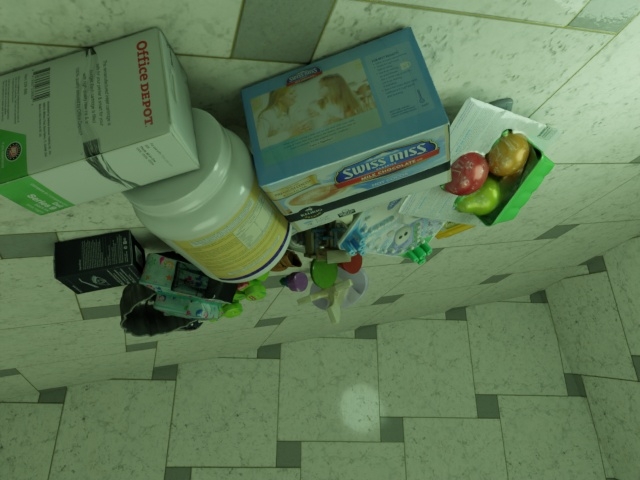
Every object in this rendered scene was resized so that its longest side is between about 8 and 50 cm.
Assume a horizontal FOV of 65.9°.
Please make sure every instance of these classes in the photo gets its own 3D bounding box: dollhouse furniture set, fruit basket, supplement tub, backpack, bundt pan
[{"bbox_3d":[0.040,-0.009,1.472,0.129,0.129,0.184,-4,-174,-23],"label":"dollhouse furniture set"},{"bbox_3d":[0.401,-0.182,1.257,0.353,0.165,0.327,9,125,-27],"label":"fruit basket"},{"bbox_3d":[-0.214,-0.076,0.978,0.241,0.241,0.331,-17,151,8],"label":"supplement tub"},{"bbox_3d":[-0.384,0.125,1.422,0.254,0.191,0.225,17,172,7],"label":"backpack"},{"bbox_3d":[-0.524,0.192,1.683,0.331,0.124,0.330,-22,153,-12],"label":"bundt pan"}]

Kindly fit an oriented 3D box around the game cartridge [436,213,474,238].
[{"bbox_3d":[0.496,-0.100,1.723,0.285,0.052,0.324,-23,155,23],"label":"game cartridge"}]

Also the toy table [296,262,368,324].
[{"bbox_3d":[0.043,0.201,1.968,0.274,0.252,0.161,-38,165,26],"label":"toy table"}]

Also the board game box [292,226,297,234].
[{"bbox_3d":[-0.188,-0.052,1.401,0.233,0.078,0.347,10,148,-45],"label":"board game box"}]

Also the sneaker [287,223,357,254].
[{"bbox_3d":[0.000,0.000,1.644,0.281,0.105,0.115,11,161,-30],"label":"sneaker"}]

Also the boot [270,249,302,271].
[{"bbox_3d":[-0.122,0.070,1.670,0.152,0.072,0.197,6,167,32],"label":"boot"}]

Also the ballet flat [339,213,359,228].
[{"bbox_3d":[0.082,-0.096,1.381,0.139,0.139,0.400,-22,157,19],"label":"ballet flat"}]

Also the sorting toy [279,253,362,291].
[{"bbox_3d":[-0.007,0.097,1.766,0.126,0.127,0.366,-2,-166,45],"label":"sorting toy"}]

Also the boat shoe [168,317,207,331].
[{"bbox_3d":[-0.448,0.265,1.912,0.341,0.158,0.127,-4,157,-21],"label":"boat shoe"}]

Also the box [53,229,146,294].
[{"bbox_3d":[-0.616,0.064,1.393,0.207,0.108,0.153,-10,158,-8],"label":"box"}]

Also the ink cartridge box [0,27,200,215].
[{"bbox_3d":[-0.357,-0.187,0.794,0.289,0.211,0.121,-15,158,4],"label":"ink cartridge box"}]

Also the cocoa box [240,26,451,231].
[{"bbox_3d":[0.055,-0.203,0.967,0.347,0.231,0.228,-18,157,9],"label":"cocoa box"}]

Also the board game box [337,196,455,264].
[{"bbox_3d":[0.287,-0.094,1.396,0.390,0.050,0.390,9,124,-46],"label":"board game box"}]

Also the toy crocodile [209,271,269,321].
[{"bbox_3d":[-0.274,0.159,1.591,0.105,0.115,0.340,13,140,-44],"label":"toy crocodile"}]

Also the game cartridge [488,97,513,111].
[{"bbox_3d":[0.423,-0.317,1.197,0.083,0.017,0.056,-16,162,6],"label":"game cartridge"}]
